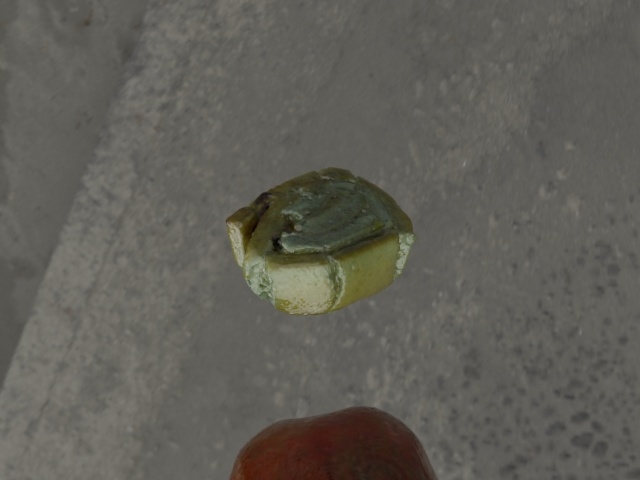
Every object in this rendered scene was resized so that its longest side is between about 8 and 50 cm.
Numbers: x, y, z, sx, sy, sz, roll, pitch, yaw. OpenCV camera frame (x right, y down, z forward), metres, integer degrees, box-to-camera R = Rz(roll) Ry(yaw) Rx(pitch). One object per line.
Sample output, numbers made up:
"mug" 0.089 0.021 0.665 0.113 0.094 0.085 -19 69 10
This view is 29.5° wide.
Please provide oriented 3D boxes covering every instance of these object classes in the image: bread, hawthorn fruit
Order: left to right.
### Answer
"bread" 0.000 0.000 0.985 0.117 0.156 0.064 35 132 27
"hawthorn fruit" 0.016 0.271 1.118 0.224 0.261 0.224 -1 103 -4
